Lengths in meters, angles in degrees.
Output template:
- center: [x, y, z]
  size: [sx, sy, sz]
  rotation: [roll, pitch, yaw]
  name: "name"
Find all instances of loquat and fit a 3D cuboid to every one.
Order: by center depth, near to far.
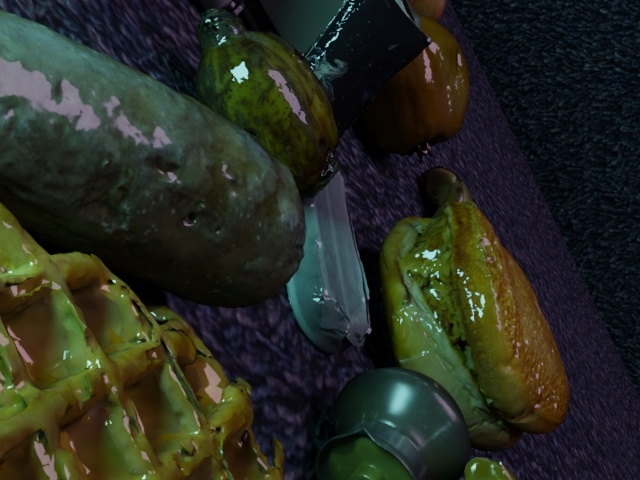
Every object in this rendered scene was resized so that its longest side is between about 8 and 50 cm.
- center: [0.131, -0.229, 1.243]
  size: [0.187, 0.176, 0.234]
  rotation: [-16, 102, -28]
  name: "loquat"

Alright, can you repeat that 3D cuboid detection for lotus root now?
- center: [-0.057, -0.129, 0.796]
  size: [0.209, 0.120, 0.120]
  rotation: [55, 24, -16]
  name: "lotus root"

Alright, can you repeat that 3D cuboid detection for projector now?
- center: [0.009, -0.300, 1.036]
  size: [0.242, 0.177, 0.163]
  rotation: [58, 23, -17]
  name: "projector"

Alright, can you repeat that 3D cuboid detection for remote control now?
- center: [0.000, 0.000, 0.867]
  size: [0.104, 0.052, 0.247]
  rotation: [28, 43, -49]
  name: "remote control"

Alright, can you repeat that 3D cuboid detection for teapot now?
- center: [0.064, 0.197, 0.728]
  size: [0.119, 0.130, 0.166]
  rotation: [-40, 133, -52]
  name: "teapot"

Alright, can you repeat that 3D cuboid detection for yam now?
- center: [-0.150, -0.052, 0.499]
  size: [0.330, 0.133, 0.133]
  rotation: [25, 44, -49]
  name: "yam"

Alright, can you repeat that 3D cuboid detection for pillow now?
- center: [0.024, -0.186, 0.932]
  size: [0.141, 0.208, 0.055]
  rotation: [32, 12, -48]
  name: "pillow"

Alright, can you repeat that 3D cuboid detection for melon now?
- center: [0.229, -0.050, 1.387]
  size: [0.128, 0.079, 0.160]
  rotation: [42, 31, -41]
  name: "melon"

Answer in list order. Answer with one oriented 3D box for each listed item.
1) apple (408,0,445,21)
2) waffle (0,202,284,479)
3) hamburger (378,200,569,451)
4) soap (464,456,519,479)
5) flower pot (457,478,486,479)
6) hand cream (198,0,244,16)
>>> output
- center: [0.124, -0.459, 1.481]
  size: [0.209, 0.164, 0.209]
  rotation: [31, 48, -41]
  name: "apple"
- center: [-0.116, 0.162, 0.397]
  size: [0.382, 0.095, 0.380]
  rotation: [42, 29, -47]
  name: "waffle"
- center: [0.187, 0.107, 1.010]
  size: [0.314, 0.170, 0.290]
  rotation: [46, 32, -41]
  name: "hamburger"
- center: [0.215, 0.335, 0.746]
  size: [0.259, 0.143, 0.281]
  rotation: [48, -1, 28]
  name: "soap"
- center: [0.113, 0.280, 0.516]
  size: [0.190, 0.239, 0.209]
  rotation: [72, 35, -63]
  name: "flower pot"
- center: [-0.154, -0.317, 0.873]
  size: [0.194, 0.042, 0.067]
  rotation: [48, 28, -26]
  name: "hand cream"
